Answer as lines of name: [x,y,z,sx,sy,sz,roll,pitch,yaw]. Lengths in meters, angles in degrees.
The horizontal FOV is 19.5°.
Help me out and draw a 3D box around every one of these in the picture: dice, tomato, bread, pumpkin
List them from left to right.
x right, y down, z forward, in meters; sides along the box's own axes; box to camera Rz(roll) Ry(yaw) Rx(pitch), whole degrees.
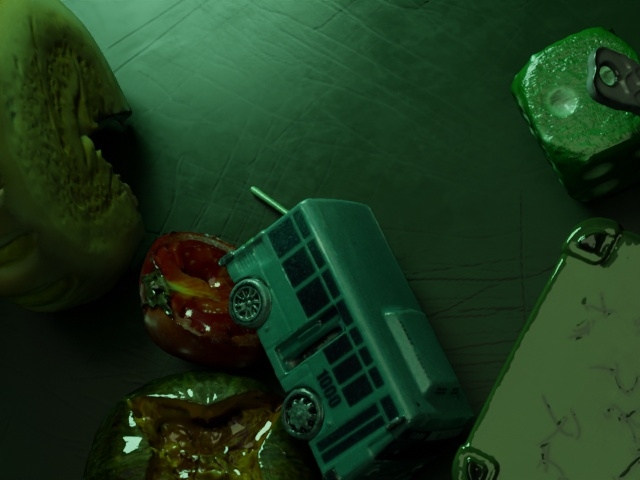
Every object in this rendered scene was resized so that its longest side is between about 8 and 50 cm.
bread: [-0.305,-0.092,1.826,0.160,0.333,0.333,-17,69,23]
tomato: [-0.115,0.075,1.814,0.091,0.139,0.159,-61,40,33]
pumpkin: [-0.108,0.236,1.735,0.238,0.159,0.238,-2,53,2]
dice: [0.261,-0.119,1.781,0.120,0.128,0.131,-27,70,5]

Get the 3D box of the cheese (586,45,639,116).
cheese: [0.356,-0.111,1.695,0.082,0.286,0.163,-26,48,53]

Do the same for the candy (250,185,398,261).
candy: [0.000,0.000,1.853,0.202,0.061,0.061,36,83,29]

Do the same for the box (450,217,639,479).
box: [0.268,0.150,1.665,0.252,0.178,0.329,24,79,21]

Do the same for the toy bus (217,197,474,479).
toy bus: [0.028,0.097,1.721,0.147,0.128,0.256,-38,66,28]
